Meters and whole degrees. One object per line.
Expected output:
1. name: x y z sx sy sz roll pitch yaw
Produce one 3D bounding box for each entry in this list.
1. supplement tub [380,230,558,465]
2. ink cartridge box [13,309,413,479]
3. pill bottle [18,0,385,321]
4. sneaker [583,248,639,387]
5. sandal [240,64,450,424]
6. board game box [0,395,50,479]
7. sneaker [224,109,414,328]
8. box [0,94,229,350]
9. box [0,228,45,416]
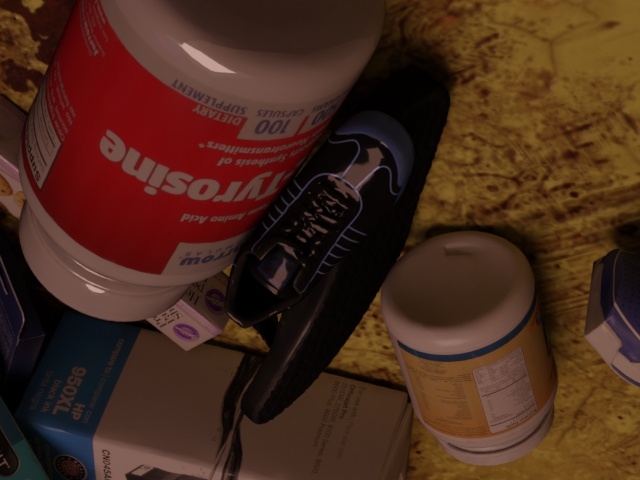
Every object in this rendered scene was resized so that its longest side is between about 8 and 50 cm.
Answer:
1. supplement tub: 0.145 0.104 1.732 0.144 0.144 0.200 2 137 21
2. ink cartridge box: -0.114 0.263 2.001 0.394 0.166 0.285 12 138 10
3. pill bottle: -0.122 -0.106 1.545 0.229 0.229 0.408 26 140 -7
4. sneaker: 0.401 0.080 1.628 0.315 0.127 0.182 30 136 -21
5. sandal: 0.002 -0.002 1.695 0.107 0.167 0.446 39 136 18
6. board game box: -0.405 0.196 1.954 0.336 0.079 0.254 60 152 -2
7. sneaker: -0.004 -0.009 1.506 0.081 0.090 0.232 36 133 -1
8. box: -0.222 -0.014 1.818 0.324 0.063 0.067 41 137 -22
9. box: -0.340 0.086 1.935 0.036 0.136 0.225 -12 151 -27
